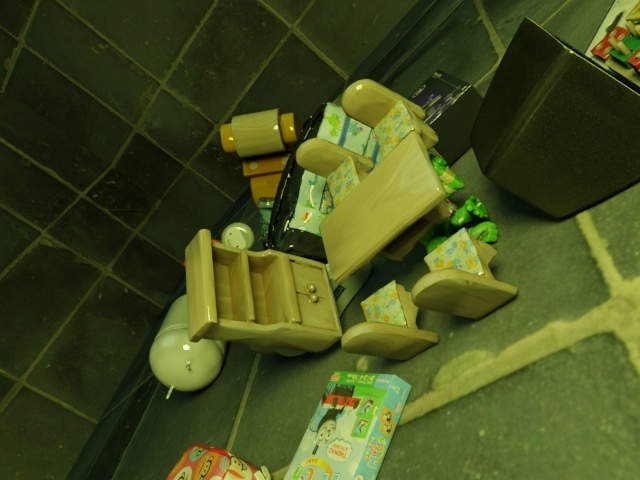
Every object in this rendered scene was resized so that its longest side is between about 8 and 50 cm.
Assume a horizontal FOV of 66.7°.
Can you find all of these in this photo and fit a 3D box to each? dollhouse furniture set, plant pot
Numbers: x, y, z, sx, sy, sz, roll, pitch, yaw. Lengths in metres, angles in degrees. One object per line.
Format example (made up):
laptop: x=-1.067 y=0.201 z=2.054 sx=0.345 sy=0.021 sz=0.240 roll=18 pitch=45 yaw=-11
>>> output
dollhouse furniture set: x=0.000 y=0.000 z=0.730 sx=0.394 sy=0.256 sz=0.362 roll=-44 pitch=45 yaw=36
plant pot: x=0.296 y=-0.142 z=0.614 sx=0.167 sy=0.188 sz=0.187 roll=-55 pitch=14 yaw=32

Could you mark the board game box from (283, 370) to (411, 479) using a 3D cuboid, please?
board game box: x=0.027 y=0.286 z=0.674 sx=0.160 sy=0.039 sz=0.211 roll=-22 pitch=36 yaw=58

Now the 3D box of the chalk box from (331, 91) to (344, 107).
chalk box: x=0.079 y=-0.295 z=1.449 sx=0.179 sy=0.180 sz=0.289 roll=-46 pitch=20 yaw=21

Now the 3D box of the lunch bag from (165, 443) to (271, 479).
lunch bag: x=-0.199 y=0.473 z=0.748 sx=0.258 sy=0.120 sz=0.293 roll=-26 pitch=31 yaw=54

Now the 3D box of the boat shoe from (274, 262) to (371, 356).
boat shoe: x=0.002 y=0.126 z=0.992 sx=0.258 sy=0.095 sz=0.084 roll=-44 pitch=12 yaw=-7

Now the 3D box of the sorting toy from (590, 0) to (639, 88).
sorting toy: x=0.416 y=-0.256 z=0.583 sx=0.132 sy=0.046 sz=0.274 roll=-45 pitch=21 yaw=29

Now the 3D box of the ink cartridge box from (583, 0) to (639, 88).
ink cartridge box: x=0.483 y=-0.309 z=0.661 sx=0.223 sy=0.045 sz=0.224 roll=-57 pitch=19 yaw=-9

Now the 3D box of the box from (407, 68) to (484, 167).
box: x=0.249 y=-0.259 z=1.062 sx=0.184 sy=0.103 sz=0.261 roll=-41 pitch=20 yaw=16

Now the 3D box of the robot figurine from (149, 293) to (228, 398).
robot figurine: x=-0.366 y=0.288 z=1.401 sx=0.353 sy=0.200 sz=0.300 roll=-91 pitch=21 yaw=-64

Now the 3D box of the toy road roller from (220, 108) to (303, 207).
toy road roller: x=-0.139 y=-0.215 z=1.414 sx=0.202 sy=0.240 sz=0.329 roll=-8 pitch=-8 yaw=8

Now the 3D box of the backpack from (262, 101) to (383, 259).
backpack: x=0.015 y=-0.129 z=1.109 sx=0.290 sy=0.273 sz=0.355 roll=145 pitch=129 yaw=-82

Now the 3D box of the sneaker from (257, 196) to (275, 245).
sneaker: x=-0.121 y=-0.023 z=1.420 sx=0.104 sy=0.262 sz=0.125 roll=3 pitch=59 yaw=17

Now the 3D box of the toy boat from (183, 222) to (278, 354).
toy boat: x=-0.147 y=0.099 z=1.053 sx=0.148 sy=0.318 sz=0.267 roll=-32 pitch=42 yaw=2

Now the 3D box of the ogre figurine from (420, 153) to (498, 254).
ogre figurine: x=0.197 y=-0.041 z=0.789 sx=0.097 sy=0.197 sz=0.118 roll=-4 pitch=-42 yaw=-49
